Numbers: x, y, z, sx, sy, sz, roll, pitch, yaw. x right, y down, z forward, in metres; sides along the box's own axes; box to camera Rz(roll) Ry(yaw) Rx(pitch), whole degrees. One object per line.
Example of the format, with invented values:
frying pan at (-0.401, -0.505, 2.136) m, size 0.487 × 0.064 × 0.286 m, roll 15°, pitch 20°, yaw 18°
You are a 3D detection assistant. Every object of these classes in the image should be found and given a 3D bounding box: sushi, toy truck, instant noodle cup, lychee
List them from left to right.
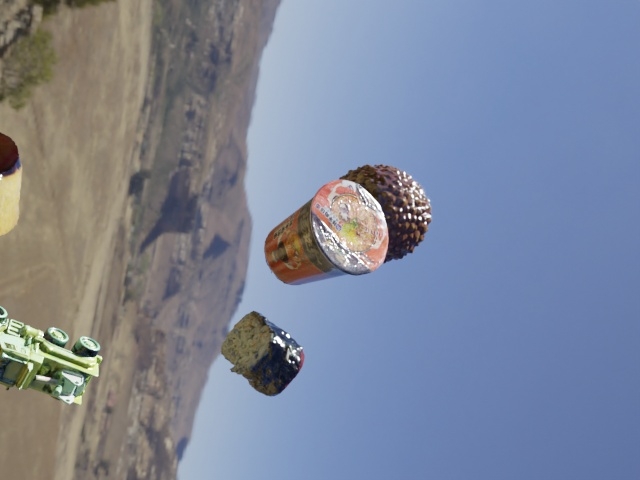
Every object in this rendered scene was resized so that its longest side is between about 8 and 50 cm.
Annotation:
toy truck at (-0.549, 0.226, 1.480) m, size 0.128 × 0.259 × 0.135 m, roll -57°, pitch -158°, yaw 11°
sushi at (-0.125, 0.239, 1.700) m, size 0.136 × 0.126 × 0.225 m, roll -47°, pitch -165°, yaw -4°
instant noodle cup at (-0.002, 0.001, 1.021) m, size 0.135 × 0.127 × 0.127 m, roll -24°, pitch -128°, yaw 49°
lychee at (0.100, -0.052, 1.515) m, size 0.200 × 0.238 × 0.200 m, roll -175°, pitch -90°, yaw -74°

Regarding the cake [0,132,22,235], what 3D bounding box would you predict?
cake at (-0.485, -0.043, 1.013) m, size 0.208 × 0.185 × 0.178 m, roll 59°, pitch -42°, yaw 49°
